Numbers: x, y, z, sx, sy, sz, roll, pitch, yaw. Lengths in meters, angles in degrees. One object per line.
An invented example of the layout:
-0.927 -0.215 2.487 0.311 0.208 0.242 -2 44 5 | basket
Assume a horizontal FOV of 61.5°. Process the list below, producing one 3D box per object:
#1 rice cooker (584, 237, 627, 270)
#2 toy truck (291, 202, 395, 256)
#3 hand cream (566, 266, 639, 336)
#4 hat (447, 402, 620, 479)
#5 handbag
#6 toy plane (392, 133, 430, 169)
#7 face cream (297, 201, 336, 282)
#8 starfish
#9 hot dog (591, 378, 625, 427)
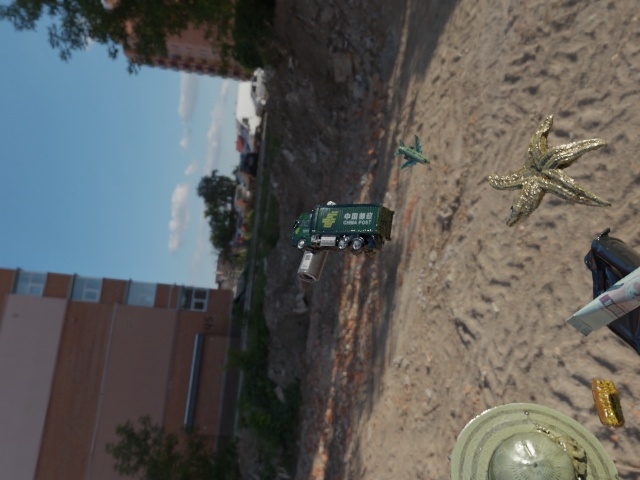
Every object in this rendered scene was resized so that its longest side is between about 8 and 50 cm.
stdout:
1.131 0.060 2.125 0.106 0.165 0.112 25 -150 -58 | rice cooker
0.050 -0.025 1.365 0.088 0.259 0.121 24 -109 -53 | toy truck
0.601 0.064 0.971 0.331 0.085 0.058 -42 39 26 | hand cream
0.305 0.334 0.772 0.110 0.252 0.252 68 -163 -50 | hat
0.831 0.131 1.371 0.302 0.177 0.275 -96 -1 -70 | handbag
0.198 -0.183 1.149 0.080 0.083 0.033 -64 -14 13 | toy plane
0.000 0.000 1.769 0.073 0.073 0.284 115 174 -65 | face cream
0.433 -0.131 1.041 0.277 0.062 0.236 27 95 60 | starfish
0.859 0.487 1.607 0.165 0.071 0.045 -76 -12 -49 | hot dog
